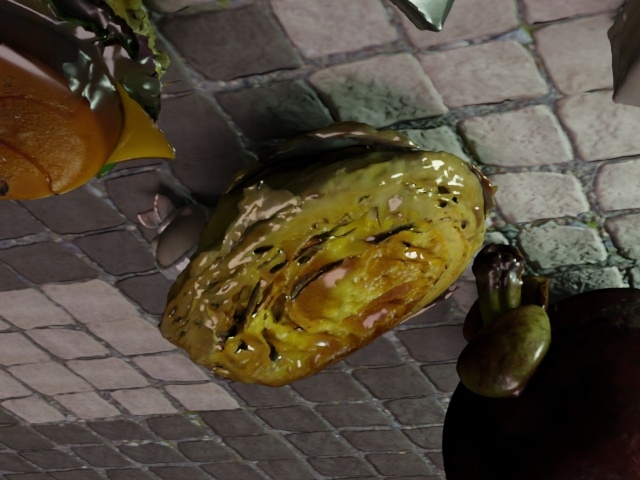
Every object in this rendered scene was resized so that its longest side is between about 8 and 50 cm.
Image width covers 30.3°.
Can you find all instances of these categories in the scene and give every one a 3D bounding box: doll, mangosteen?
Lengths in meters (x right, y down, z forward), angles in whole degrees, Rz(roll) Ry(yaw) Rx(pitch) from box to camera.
[{"bbox_3d":[-0.108,0.005,1.057,0.073,0.084,0.127,-36,104,20],"label":"doll"},{"bbox_3d":[0.236,0.171,1.058,0.293,0.297,0.297,26,145,-33],"label":"mangosteen"}]

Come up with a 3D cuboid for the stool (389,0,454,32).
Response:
[{"bbox_3d":[0.100,-0.200,0.455,0.244,0.170,0.270,20,171,40],"label":"stool"}]

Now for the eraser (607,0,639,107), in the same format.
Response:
[{"bbox_3d":[0.369,-0.116,0.745,0.343,0.078,0.144,11,148,-6],"label":"eraser"}]

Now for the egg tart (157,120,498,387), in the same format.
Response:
[{"bbox_3d":[0.000,0.000,0.969,0.297,0.132,0.297,-15,147,-10],"label":"egg tart"}]

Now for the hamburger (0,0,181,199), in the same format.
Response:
[{"bbox_3d":[-0.224,-0.127,0.783,0.243,0.138,0.261,-12,145,25],"label":"hamburger"}]
